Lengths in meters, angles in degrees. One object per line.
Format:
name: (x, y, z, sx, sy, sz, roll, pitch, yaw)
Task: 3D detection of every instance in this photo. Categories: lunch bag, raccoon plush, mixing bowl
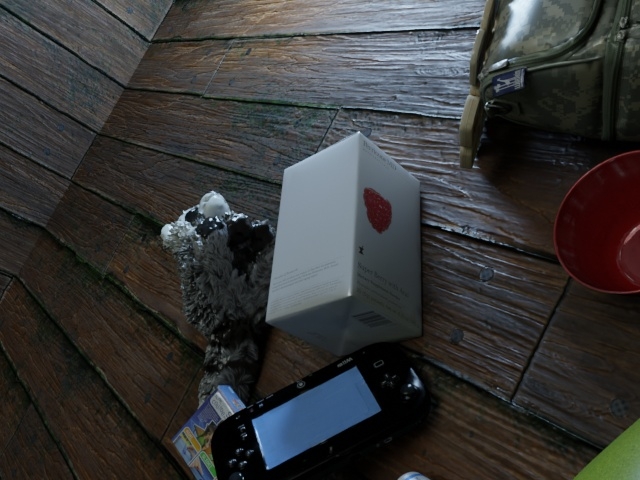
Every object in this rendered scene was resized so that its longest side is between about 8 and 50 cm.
lunch bag: (0.358, -0.286, 0.838, 0.256, 0.212, 0.305, 8, 70, 27)
raccoon plush: (-0.244, 0.115, 1.291, 0.299, 0.216, 0.446, -3, 63, 55)
mixing bowl: (0.382, -0.004, 0.763, 0.181, 0.098, 0.181, -28, 46, 34)

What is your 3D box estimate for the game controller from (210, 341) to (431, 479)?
game controller: (-0.004, 0.259, 0.935, 0.319, 0.067, 0.166, -26, 42, -6)

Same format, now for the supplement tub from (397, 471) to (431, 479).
supplement tub: (0.141, 0.342, 0.809, 0.107, 0.071, 0.071, 16, 77, 50)

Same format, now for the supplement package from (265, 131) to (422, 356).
supplement package: (0.046, 0.010, 1.054, 0.175, 0.177, 0.293, -22, 51, 37)

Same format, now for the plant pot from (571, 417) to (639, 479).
plant pot: (0.374, 0.221, 0.455, 0.353, 0.366, 0.366, -48, 37, -7)

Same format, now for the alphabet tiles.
alphabet tiles: (0.250, -0.256, 0.967, 0.021, 0.278, 0.284, 13, 73, 17)

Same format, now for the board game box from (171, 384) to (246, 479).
board game box: (-0.146, 0.360, 1.074, 0.136, 0.035, 0.201, -49, 63, 11)
